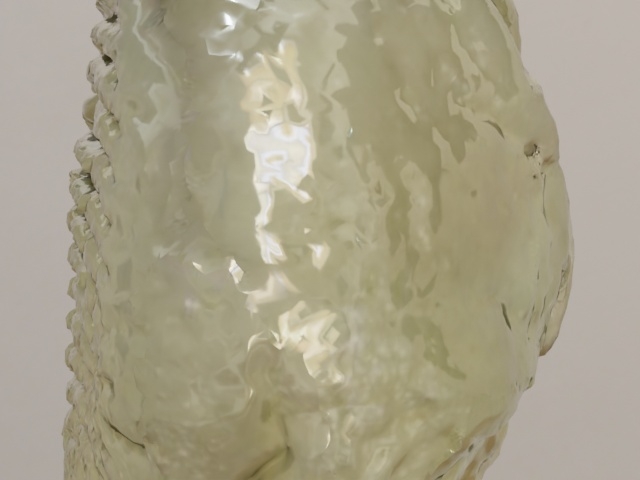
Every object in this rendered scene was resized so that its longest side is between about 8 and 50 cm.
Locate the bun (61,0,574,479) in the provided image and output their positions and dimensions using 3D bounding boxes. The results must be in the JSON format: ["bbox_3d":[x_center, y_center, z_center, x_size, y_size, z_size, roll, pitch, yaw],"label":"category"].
[{"bbox_3d":[0.000,0.000,0.471,0.220,0.134,0.220,-176,-90,-80],"label":"bun"}]
